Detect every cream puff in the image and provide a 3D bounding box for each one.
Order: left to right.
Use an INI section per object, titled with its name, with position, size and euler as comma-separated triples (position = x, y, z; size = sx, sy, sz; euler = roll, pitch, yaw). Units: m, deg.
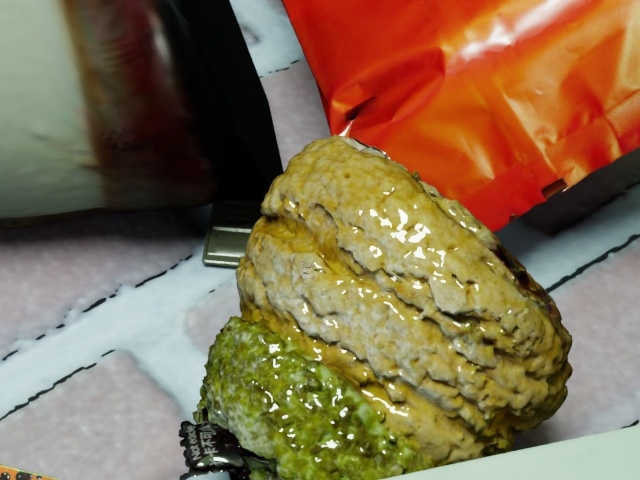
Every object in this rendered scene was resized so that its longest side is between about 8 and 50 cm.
[cream puff]
position = 0.009, 0.065, 0.822
size = 0.183, 0.183, 0.169
euler = 36, 75, 28

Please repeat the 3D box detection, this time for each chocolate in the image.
[chocolate]
position = -0.153, -0.124, 0.950
size = 0.186, 0.283, 0.283
euler = -22, 48, 7

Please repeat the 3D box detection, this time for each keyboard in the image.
[keyboard]
position = 0.000, 0.000, 0.978
size = 0.129, 0.015, 0.049
euler = 5, 52, 2

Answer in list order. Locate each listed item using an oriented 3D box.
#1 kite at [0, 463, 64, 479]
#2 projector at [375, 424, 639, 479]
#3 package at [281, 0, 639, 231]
[kite]
position = -0.081, 0.161, 0.828
size = 0.125, 0.008, 0.222
euler = -20, 50, -19
[projector]
position = 0.084, 0.220, 0.707
size = 0.257, 0.079, 0.259
euler = -9, 64, -15
[package]
position = 0.068, -0.176, 1.019
size = 0.196, 0.123, 0.423
euler = -31, 43, 12
